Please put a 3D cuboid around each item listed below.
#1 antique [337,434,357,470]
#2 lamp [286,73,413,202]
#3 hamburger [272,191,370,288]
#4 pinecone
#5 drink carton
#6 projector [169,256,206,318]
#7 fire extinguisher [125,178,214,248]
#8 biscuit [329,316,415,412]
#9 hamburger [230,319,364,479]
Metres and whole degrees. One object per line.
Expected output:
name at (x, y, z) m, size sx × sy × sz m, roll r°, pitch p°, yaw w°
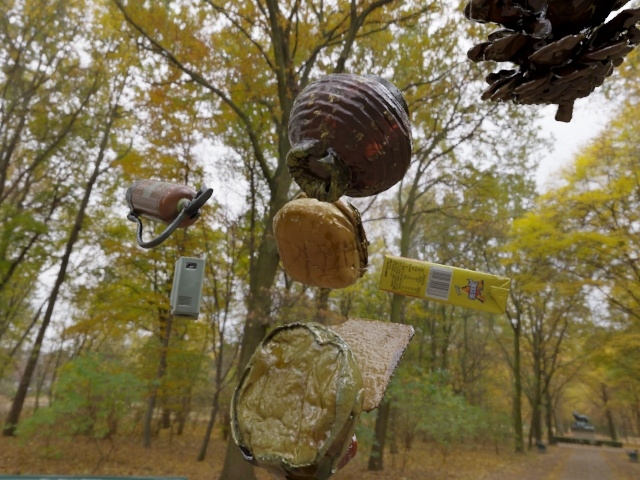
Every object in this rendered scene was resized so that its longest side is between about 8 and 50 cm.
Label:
antique at (0.019, 0.414, 0.927) m, size 0.104 × 0.104 × 0.104 m, roll 4°, pitch -20°, yaw 1°
lamp at (0.047, -0.177, 0.811) m, size 0.247 × 0.247 × 0.247 m, roll 4°, pitch -20°, yaw 1°
hamburger at (0.000, 0.000, 1.362) m, size 0.318 × 0.158 × 0.319 m, roll 17°, pitch -53°, yaw 24°
pinecone at (0.320, -0.321, 0.638) m, size 0.244 × 0.309 × 0.244 m, roll -19°, pitch -3°, yaw -1°
drink carton at (0.360, 0.126, 1.348) m, size 0.351 × 0.111 × 0.154 m, roll 10°, pitch -1°, yaw 14°
projector at (-0.275, 0.103, 0.943) m, size 0.061 × 0.115 × 0.147 m, roll 6°, pitch -16°, yaw -15°
fire extinguisher at (-0.417, -0.070, 1.213) m, size 0.113 × 0.200 × 0.376 m, roll 24°, pitch -8°, yaw -40°
biscuit at (0.078, 0.272, 1.057) m, size 0.237 × 0.232 × 0.013 m, roll 2°, pitch -46°, yaw 41°
hamburger at (-0.037, 0.280, 0.813) m, size 0.134 × 0.265 × 0.285 m, roll 36°, pitch -10°, yaw -40°
